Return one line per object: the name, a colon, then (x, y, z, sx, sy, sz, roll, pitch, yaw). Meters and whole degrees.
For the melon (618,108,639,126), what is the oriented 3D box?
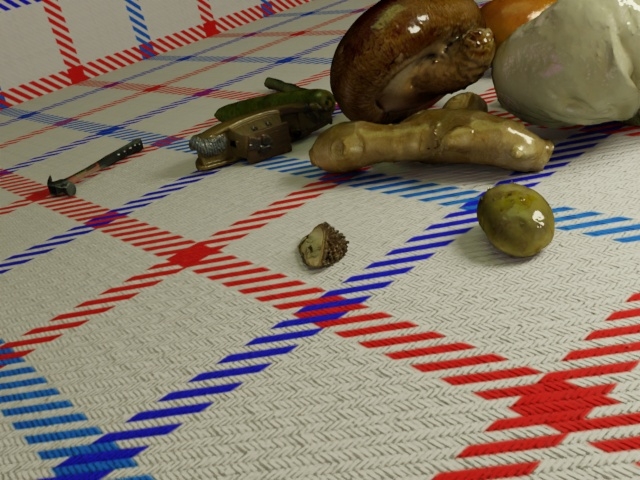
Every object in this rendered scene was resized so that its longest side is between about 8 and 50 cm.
melon: (0.551, -0.247, 1.317, 0.097, 0.054, 0.182, 14, 34, 20)

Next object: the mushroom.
mushroom: (0.173, -0.357, 1.453, 0.344, 0.345, 0.239, -10, 65, 9)

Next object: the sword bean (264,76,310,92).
sword bean: (-0.082, -0.407, 1.980, 0.043, 0.038, 0.269, -18, 26, -22)

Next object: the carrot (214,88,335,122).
carrot: (-0.121, -0.319, 1.780, 0.358, 0.074, 0.074, 2, 29, 35)

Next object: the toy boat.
toy boat: (-0.122, -0.225, 1.560, 0.321, 0.089, 0.121, -20, 31, -17)

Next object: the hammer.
hammer: (-0.520, -0.176, 1.728, 0.111, 0.033, 0.287, 5, 31, 34)

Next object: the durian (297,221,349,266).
durian: (0.006, 0.008, 1.076, 0.066, 0.052, 0.130, -52, 20, 10)

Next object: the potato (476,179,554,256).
potato: (0.256, -0.032, 0.971, 0.091, 0.070, 0.138, -15, 25, 1)

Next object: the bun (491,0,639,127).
bun: (0.463, -0.303, 1.195, 0.365, 0.219, 0.365, -29, 1, 1)

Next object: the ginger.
ginger: (0.179, -0.177, 1.264, 0.362, 0.122, 0.348, -8, 15, -13)

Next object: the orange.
orange: (0.464, -0.481, 1.690, 0.240, 0.171, 0.240, -13, 17, 4)
